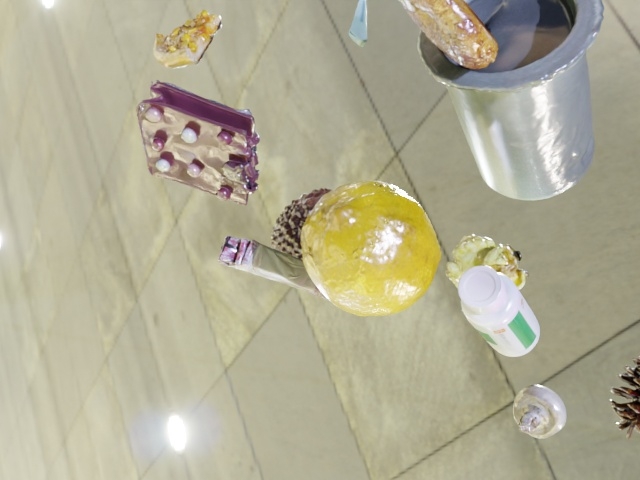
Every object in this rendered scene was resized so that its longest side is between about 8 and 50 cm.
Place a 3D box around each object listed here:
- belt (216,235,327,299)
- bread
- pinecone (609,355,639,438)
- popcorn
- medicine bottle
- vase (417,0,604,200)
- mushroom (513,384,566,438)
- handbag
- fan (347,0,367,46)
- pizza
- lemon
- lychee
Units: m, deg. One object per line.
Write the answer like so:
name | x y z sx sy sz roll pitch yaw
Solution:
belt | -0.055 0.049 1.344 0.071 0.232 0.053 161 128 -76
bread | 0.141 -0.283 0.978 0.064 0.193 0.193 -40 56 15
pinecone | 0.594 0.285 1.434 0.165 0.163 0.163 -42 48 2
popcorn | 0.362 0.081 1.751 0.168 0.173 0.195 70 168 -20
medicine bottle | 0.290 0.116 1.313 0.095 0.260 0.095 -9 65 20
vase | 0.296 -0.207 1.157 0.245 0.245 0.291 49 175 42
mushroom | 0.325 0.264 1.222 0.085 0.079 0.085 17 115 40
handbag | -0.206 -0.159 1.391 0.216 0.074 0.203 22 147 10
fan | 0.072 -0.411 1.431 0.016 0.038 0.193 -36 33 38
pizza | -0.222 -0.338 1.346 0.041 0.131 0.178 52 -175 -34
lemon | 0.072 0.013 1.171 0.192 0.231 0.192 -15 59 26
lychee | 0.000 0.000 1.466 0.188 0.188 0.188 16 109 56
